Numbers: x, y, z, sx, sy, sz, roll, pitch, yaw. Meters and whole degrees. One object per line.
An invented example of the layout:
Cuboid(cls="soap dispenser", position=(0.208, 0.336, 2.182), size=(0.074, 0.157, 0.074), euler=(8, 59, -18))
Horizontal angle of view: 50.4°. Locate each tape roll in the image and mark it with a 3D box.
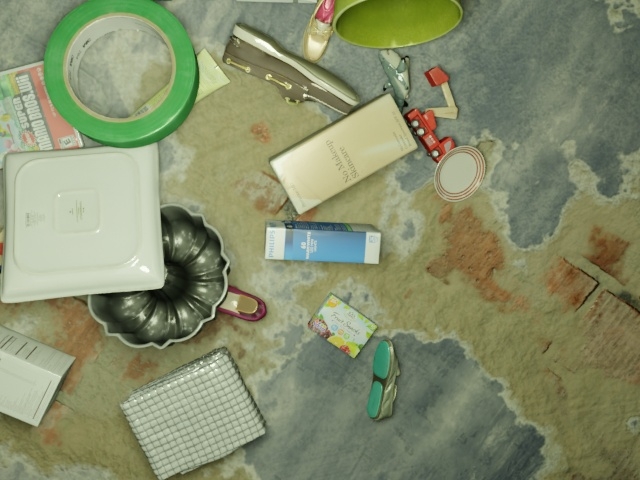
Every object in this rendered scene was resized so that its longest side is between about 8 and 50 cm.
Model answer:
Cuboid(cls="tape roll", position=(-0.427, -0.364, 1.474), size=(0.321, 0.077, 0.322), euler=(0, 86, -2))

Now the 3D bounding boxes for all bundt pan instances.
Cuboid(cls="bundt pan", position=(-0.350, 0.087, 1.530), size=(0.330, 0.124, 0.331), euler=(-2, 75, 7))

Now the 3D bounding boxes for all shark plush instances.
Cuboid(cls="shark plush", position=(0.177, -0.369, 1.599), size=(0.067, 0.073, 0.161), euler=(-3, 120, 16))

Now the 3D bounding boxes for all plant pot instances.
Cuboid(cls="plant pot", position=(0.154, -0.606, 1.458), size=(0.274, 0.275, 0.294), euler=(-3, 83, -5))

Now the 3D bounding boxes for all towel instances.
Cuboid(cls="towel", position=(-0.303, 0.415, 1.636), size=(0.283, 0.121, 0.235), euler=(-25, 103, -3))

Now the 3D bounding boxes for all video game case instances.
Cuboid(cls="video game case", position=(-0.701, -0.272, 1.526), size=(0.285, 0.025, 0.204), euler=(-16, 101, -3))

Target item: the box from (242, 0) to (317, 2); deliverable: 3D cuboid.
Cuboid(cls="box", position=(-0.097, -0.600, 1.492), size=(0.186, 0.038, 0.145), euler=(-6, 113, -18))

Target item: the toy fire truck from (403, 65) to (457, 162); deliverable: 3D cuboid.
Cuboid(cls="toy fire truck", position=(0.274, -0.296, 1.608), size=(0.135, 0.047, 0.192), euler=(-37, 102, -1))

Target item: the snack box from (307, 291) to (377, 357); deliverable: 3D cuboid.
Cuboid(cls="snack box", position=(0.054, 0.208, 1.675), size=(0.141, 0.037, 0.100), euler=(35, 93, -10))

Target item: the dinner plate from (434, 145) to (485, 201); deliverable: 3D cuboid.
Cuboid(cls="dinner plate", position=(0.333, -0.161, 1.635), size=(0.141, 0.017, 0.141), euler=(-10, 118, -19))

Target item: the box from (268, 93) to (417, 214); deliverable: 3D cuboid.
Cuboid(cls="box", position=(0.047, -0.199, 1.563), size=(0.311, 0.121, 0.148), euler=(-31, 101, 0))

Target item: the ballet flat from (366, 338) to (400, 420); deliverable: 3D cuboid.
Cuboid(cls="ballet flat", position=(0.165, 0.347, 1.704), size=(0.068, 0.072, 0.213), euler=(3, 101, -34))

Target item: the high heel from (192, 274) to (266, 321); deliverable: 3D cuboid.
Cuboid(cls="high heel", position=(-0.245, 0.131, 1.632), size=(0.243, 0.117, 0.082), euler=(14, 77, 10))

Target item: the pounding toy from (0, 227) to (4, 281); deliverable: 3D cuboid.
Cuboid(cls="pounding toy", position=(-0.683, 0.014, 1.509), size=(0.269, 0.155, 0.154), euler=(-18, 103, -6))

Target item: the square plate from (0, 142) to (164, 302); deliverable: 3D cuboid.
Cuboid(cls="square plate", position=(-0.520, -0.052, 1.471), size=(0.343, 0.049, 0.348), euler=(-5, 73, -5))

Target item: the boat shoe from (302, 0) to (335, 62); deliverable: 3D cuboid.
Cuboid(cls="boat shoe", position=(0.001, -0.489, 1.542), size=(0.062, 0.059, 0.170), euler=(15, 98, -8))

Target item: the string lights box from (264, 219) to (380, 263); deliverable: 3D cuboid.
Cuboid(cls="string lights box", position=(0.000, 0.000, 1.586), size=(0.259, 0.133, 0.077), euler=(2, 100, -6))

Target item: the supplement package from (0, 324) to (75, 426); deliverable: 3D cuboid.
Cuboid(cls="supplement package", position=(-0.719, 0.297, 1.562), size=(0.244, 0.134, 0.139), euler=(27, 96, -10))

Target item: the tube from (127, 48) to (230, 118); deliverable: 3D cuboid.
Cuboid(cls="tube", position=(-0.326, -0.324, 1.542), size=(0.240, 0.062, 0.070), euler=(-39, 142, -2))

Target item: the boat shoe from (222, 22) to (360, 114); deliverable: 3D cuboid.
Cuboid(cls="boat shoe", position=(-0.067, -0.365, 1.521), size=(0.324, 0.117, 0.097), euler=(30, 113, -2))
